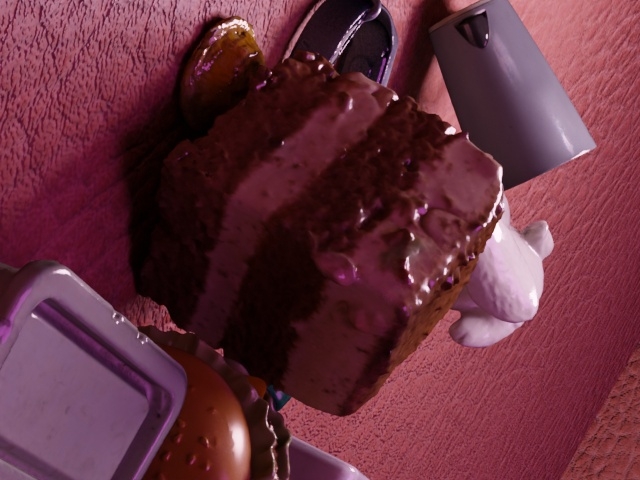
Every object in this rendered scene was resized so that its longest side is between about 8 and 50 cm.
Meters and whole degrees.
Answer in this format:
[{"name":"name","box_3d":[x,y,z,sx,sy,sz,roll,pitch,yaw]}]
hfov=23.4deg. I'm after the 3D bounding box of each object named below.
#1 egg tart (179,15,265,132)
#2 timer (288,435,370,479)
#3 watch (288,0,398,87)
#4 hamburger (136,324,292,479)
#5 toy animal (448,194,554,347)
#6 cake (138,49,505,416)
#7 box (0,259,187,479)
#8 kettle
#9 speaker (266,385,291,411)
[{"name":"egg tart","box_3d":[-0.094,-0.165,1.582,0.129,0.049,0.129,-48,152,-35]},{"name":"timer","box_3d":[-0.066,0.336,1.901,0.195,0.192,0.194,-63,166,-10]},{"name":"watch","box_3d":[0.019,-0.193,1.783,0.193,0.068,0.206,-11,123,-64]},{"name":"hamburger","box_3d":[-0.168,0.219,1.496,0.274,0.274,0.212,-63,160,-9]},{"name":"toy animal","box_3d":[0.202,-0.015,2.177,0.206,0.272,0.265,-28,133,12]},{"name":"cake","box_3d":[0.000,0.000,1.590,0.256,0.290,0.282,-45,167,-36]},{"name":"box","box_3d":[-0.267,0.111,1.280,0.175,0.182,0.312,-62,155,-13]},{"name":"kettle","box_3d":[0.248,-0.200,2.064,0.160,0.243,0.210,-25,179,12]},{"name":"speaker","box_3d":[-0.059,0.192,1.979,0.075,0.060,0.094,-46,150,-38]}]
